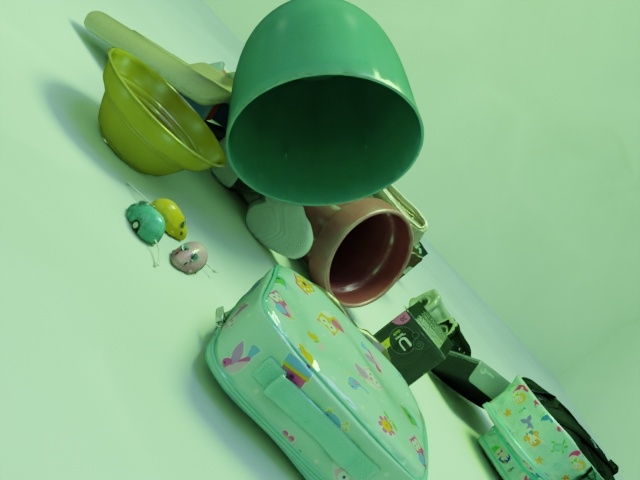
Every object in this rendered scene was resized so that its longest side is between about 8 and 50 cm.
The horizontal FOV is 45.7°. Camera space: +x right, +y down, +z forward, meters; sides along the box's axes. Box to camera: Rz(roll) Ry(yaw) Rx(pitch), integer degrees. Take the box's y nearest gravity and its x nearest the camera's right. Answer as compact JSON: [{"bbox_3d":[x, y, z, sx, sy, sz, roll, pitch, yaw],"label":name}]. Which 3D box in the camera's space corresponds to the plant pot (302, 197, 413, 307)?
[{"bbox_3d":[0.039,-0.005,1.384,0.180,0.201,0.201,39,2,43],"label":"plant pot"}]

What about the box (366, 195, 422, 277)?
[{"bbox_3d":[0.052,-0.069,1.734,0.381,0.143,0.191,51,11,20],"label":"box"}]

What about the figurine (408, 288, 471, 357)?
[{"bbox_3d":[0.315,0.246,1.843,0.209,0.092,0.215,52,8,-27],"label":"figurine"}]

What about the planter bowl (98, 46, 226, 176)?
[{"bbox_3d":[-0.238,-0.155,1.047,0.217,0.090,0.217,46,11,-12],"label":"planter bowl"}]

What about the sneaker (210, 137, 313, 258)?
[{"bbox_3d":[-0.077,-0.069,1.332,0.268,0.101,0.153,51,14,26],"label":"sneaker"}]

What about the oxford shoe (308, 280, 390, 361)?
[{"bbox_3d":[0.001,0.128,1.082,0.212,0.076,0.076,40,50,9],"label":"oxford shoe"}]

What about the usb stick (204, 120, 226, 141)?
[{"bbox_3d":[-0.191,-0.193,1.438,0.077,0.045,0.278,28,7,13],"label":"usb stick"}]

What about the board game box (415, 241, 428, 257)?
[{"bbox_3d":[0.178,-0.043,2.061,0.243,0.042,0.165,57,-20,-2],"label":"board game box"}]

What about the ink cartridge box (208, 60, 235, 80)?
[{"bbox_3d":[-0.158,-0.307,1.658,0.189,0.066,0.232,50,-22,-27],"label":"ink cartridge box"}]

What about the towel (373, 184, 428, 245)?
[{"bbox_3d":[0.131,-0.090,1.942,0.317,0.053,0.332,51,-16,11],"label":"towel"}]

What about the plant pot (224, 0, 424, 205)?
[{"bbox_3d":[-0.002,-0.232,1.176,0.293,0.293,0.235,37,38,-44],"label":"plant pot"}]

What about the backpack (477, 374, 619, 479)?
[{"bbox_3d":[0.419,0.390,1.449,0.253,0.191,0.225,50,6,-31],"label":"backpack"}]

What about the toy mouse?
[{"bbox_3d":[-0.181,-0.006,0.919,0.161,0.031,0.143,46,12,-16],"label":"toy mouse"}]

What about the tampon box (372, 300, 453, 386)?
[{"bbox_3d":[0.142,0.182,1.278,0.101,0.120,0.161,51,11,10],"label":"tampon box"}]

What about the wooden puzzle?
[{"bbox_3d":[-0.222,-0.273,1.381,0.322,0.080,0.348,35,11,22],"label":"wooden puzzle"}]

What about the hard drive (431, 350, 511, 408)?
[{"bbox_3d":[0.340,0.308,1.602,0.255,0.054,0.172,39,-17,-35],"label":"hard drive"}]

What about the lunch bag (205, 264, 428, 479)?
[{"bbox_3d":[-0.003,0.163,0.838,0.279,0.108,0.224,47,15,-7],"label":"lunch bag"}]
